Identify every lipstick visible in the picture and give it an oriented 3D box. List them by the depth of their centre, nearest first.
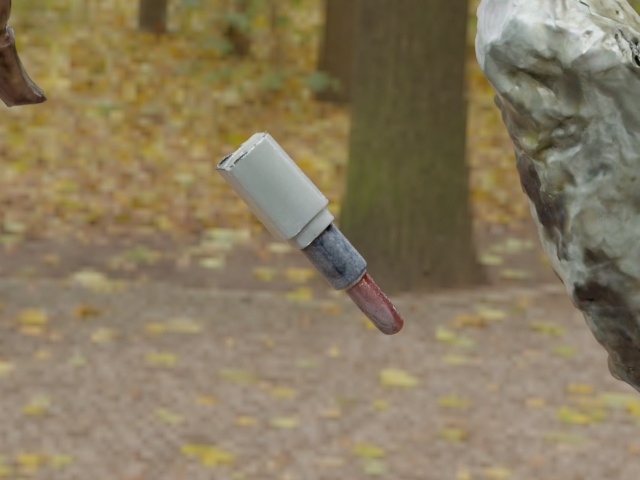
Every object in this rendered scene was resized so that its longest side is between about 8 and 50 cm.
[{"bbox_3d":[0.000,0.000,0.846,0.025,0.107,0.025,-44,13,-10],"label":"lipstick"}]

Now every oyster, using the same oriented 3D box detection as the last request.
[{"bbox_3d":[0.171,-0.002,0.863,0.267,0.198,0.112,40,65,19],"label":"oyster"}]

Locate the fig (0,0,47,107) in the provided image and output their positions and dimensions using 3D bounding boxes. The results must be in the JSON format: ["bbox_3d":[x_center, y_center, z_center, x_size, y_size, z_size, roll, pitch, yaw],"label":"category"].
[{"bbox_3d":[-0.031,-0.152,0.439,0.202,0.149,0.148,-24,-19,8],"label":"fig"}]
